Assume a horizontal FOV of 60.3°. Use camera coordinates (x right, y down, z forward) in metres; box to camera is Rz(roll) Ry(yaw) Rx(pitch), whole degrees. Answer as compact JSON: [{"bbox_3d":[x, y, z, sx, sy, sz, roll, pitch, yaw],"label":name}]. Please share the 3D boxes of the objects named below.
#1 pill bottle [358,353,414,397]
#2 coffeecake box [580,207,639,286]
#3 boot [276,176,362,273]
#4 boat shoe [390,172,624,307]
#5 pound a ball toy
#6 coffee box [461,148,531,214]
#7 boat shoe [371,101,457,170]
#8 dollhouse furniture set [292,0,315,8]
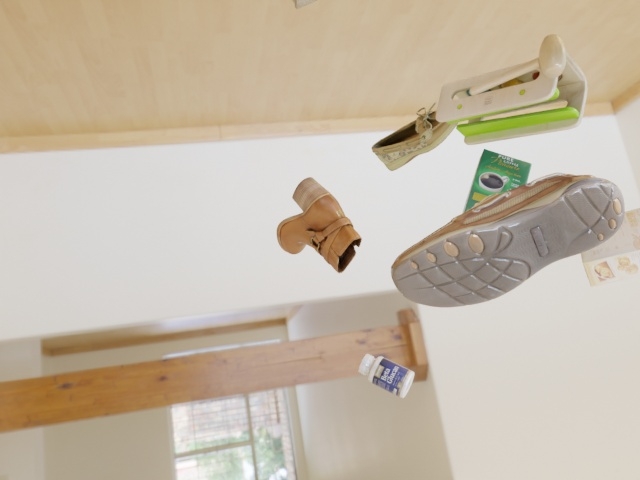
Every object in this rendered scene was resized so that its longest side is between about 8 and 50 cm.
[{"bbox_3d":[0.216,0.443,1.824,0.169,0.094,0.094,22,176,21],"label":"pill bottle"},{"bbox_3d":[0.625,0.005,1.109,0.185,0.068,0.142,-18,-154,27],"label":"coffeecake box"},{"bbox_3d":[0.000,0.000,1.428,0.109,0.220,0.283,-20,150,-38],"label":"boot"},{"bbox_3d":[0.255,-0.004,0.790,0.324,0.123,0.116,-21,-156,6],"label":"boat shoe"},{"bbox_3d":[0.383,-0.316,1.117,0.208,0.136,0.319,26,163,-36],"label":"pound a ball toy"},{"bbox_3d":[0.381,-0.105,1.193,0.113,0.184,0.040,18,154,9],"label":"coffee box"},{"bbox_3d":[0.262,-0.292,1.519,0.089,0.105,0.285,37,134,-21],"label":"boat shoe"},{"bbox_3d":[-0.045,-0.764,1.495,0.129,0.129,0.184,-28,154,-12],"label":"dollhouse furniture set"}]
